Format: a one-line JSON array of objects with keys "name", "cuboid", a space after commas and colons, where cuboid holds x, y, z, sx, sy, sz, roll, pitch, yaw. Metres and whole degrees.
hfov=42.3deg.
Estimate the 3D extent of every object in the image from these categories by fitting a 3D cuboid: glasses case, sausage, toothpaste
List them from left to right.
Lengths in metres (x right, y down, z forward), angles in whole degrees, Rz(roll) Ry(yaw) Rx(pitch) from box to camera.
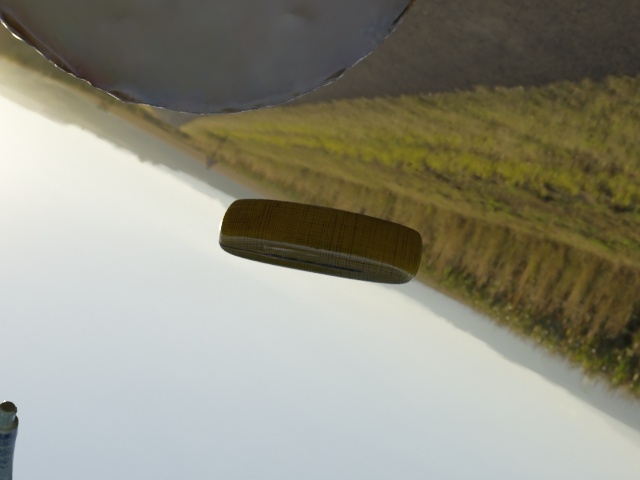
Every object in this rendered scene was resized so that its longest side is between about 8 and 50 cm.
[{"name": "toothpaste", "cuboid": [-0.456, 0.294, 1.173, 0.062, 0.216, 0.037, 22, -140, -5]}, {"name": "sausage", "cuboid": [-0.059, -0.232, 0.452, 0.233, 0.233, 0.287, 26, -150, -22]}, {"name": "glasses case", "cuboid": [0.000, 0.000, 0.951, 0.234, 0.079, 0.064, 10, 137, 7]}]
